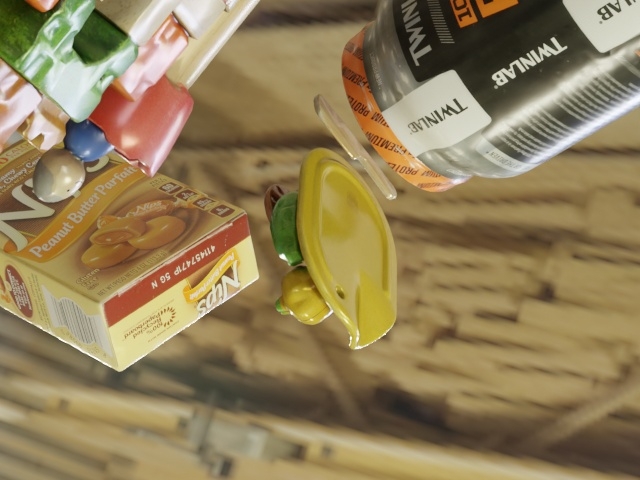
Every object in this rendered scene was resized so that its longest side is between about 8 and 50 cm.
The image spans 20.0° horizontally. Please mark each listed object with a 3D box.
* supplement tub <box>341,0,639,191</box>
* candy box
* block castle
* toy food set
[{"bbox_3d":[0.181,-0.175,1.434,0.316,0.193,0.194,-32,136,31],"label":"supplement tub"},{"bbox_3d":[-0.235,-0.001,1.786,0.316,0.183,0.087,24,135,40],"label":"candy box"},{"bbox_3d":[-0.218,-0.199,0.971,0.303,0.213,0.453,37,176,16],"label":"block castle"},{"bbox_3d":[0.000,0.000,1.465,0.071,0.218,0.128,-27,124,25],"label":"toy food set"}]
